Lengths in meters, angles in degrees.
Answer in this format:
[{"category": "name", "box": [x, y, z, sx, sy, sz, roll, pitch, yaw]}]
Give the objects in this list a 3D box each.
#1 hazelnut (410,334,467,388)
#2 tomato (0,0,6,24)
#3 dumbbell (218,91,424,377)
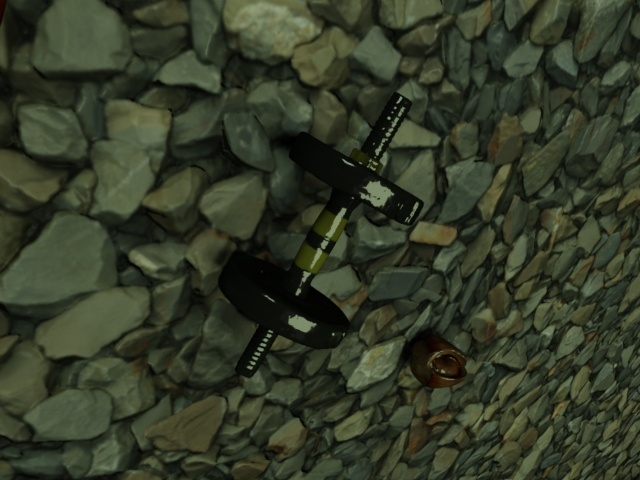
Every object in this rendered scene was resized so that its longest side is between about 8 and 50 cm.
[{"category": "hazelnut", "box": [0.173, 0.179, 0.809, 0.086, 0.086, 0.086, -16, 123, -27]}, {"category": "tomato", "box": [-0.266, -0.155, 0.275, 0.195, 0.136, 0.195, -4, 132, -5]}, {"category": "dumbbell", "box": [0.000, 0.000, 0.555, 0.143, 0.143, 0.325, 24, 100, -40]}]
